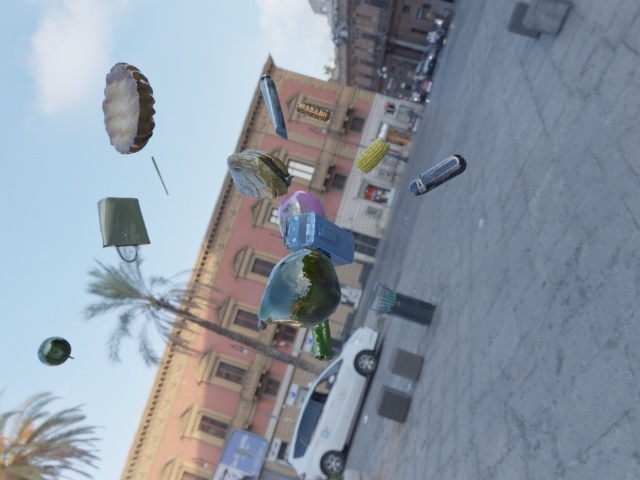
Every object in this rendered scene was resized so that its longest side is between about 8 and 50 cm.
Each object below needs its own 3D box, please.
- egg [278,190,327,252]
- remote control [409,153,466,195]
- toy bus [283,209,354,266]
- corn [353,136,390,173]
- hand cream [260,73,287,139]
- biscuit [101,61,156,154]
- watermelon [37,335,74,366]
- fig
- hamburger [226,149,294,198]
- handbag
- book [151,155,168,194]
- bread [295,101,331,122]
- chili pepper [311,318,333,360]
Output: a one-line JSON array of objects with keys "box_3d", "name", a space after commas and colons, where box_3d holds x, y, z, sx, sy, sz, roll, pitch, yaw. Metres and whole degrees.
[{"box_3d": [-0.062, -0.061, 1.890, 0.196, 0.196, 0.271, 39, -154, -85], "name": "egg"}, {"box_3d": [0.490, -0.277, 2.044, 0.066, 0.266, 0.090, 25, -140, -56], "name": "remote control"}, {"box_3d": [0.000, 0.000, 1.502, 0.234, 0.134, 0.116, 28, -121, -48], "name": "toy bus"}, {"box_3d": [0.217, -0.356, 2.017, 0.165, 0.085, 0.063, -48, 0, 24], "name": "corn"}, {"box_3d": [-0.184, -0.529, 1.903, 0.091, 0.058, 0.271, 15, -123, -65], "name": "hand cream"}, {"box_3d": [-0.691, -0.476, 1.750, 0.107, 0.326, 0.325, -7, -60, -43], "name": "biscuit"}, {"box_3d": [-0.863, 0.364, 1.570, 0.109, 0.109, 0.108, 17, -90, -85], "name": "watermelon"}, {"box_3d": [-0.064, 0.138, 1.201, 0.245, 0.195, 0.195, -31, -8, -3], "name": "fig"}, {"box_3d": [-0.270, -0.289, 2.016, 0.132, 0.309, 0.211, -59, -31, -26], "name": "hamburger"}, {"box_3d": [-0.926, -0.052, 2.282, 0.241, 0.109, 0.315, -5, -107, -51], "name": "handbag"}, {"box_3d": [-0.649, -0.260, 1.950, 0.118, 0.012, 0.172, 67, 166, 5], "name": "book"}, {"box_3d": [-0.031, -0.542, 2.029, 0.044, 0.157, 0.052, 20, -88, -80], "name": "bread"}, {"box_3d": [0.000, 0.252, 1.740, 0.076, 0.085, 0.358, -30, 56, 46], "name": "chili pepper"}]
